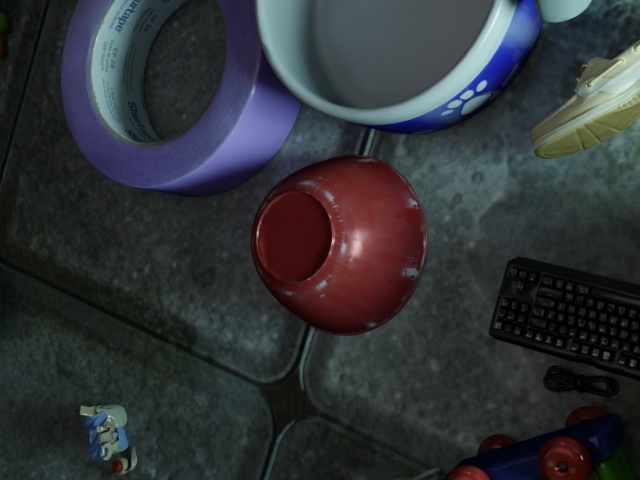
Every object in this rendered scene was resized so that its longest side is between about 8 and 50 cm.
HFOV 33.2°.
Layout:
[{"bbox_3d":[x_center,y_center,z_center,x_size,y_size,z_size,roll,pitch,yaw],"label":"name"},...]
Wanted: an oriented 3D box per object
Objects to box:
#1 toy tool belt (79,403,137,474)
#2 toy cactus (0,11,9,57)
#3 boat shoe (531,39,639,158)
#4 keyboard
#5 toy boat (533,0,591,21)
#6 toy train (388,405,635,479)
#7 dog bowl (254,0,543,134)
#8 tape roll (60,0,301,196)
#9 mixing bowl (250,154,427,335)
[{"bbox_3d":[-0.242,0.222,1.189,0.052,0.051,0.083,-26,73,28],"label":"toy tool belt"},{"bbox_3d":[-0.471,-0.312,1.366,0.180,0.112,0.219,15,102,42],"label":"toy cactus"},{"bbox_3d":[0.249,-0.131,0.908,0.170,0.063,0.059,-31,67,16],"label":"boat shoe"},{"bbox_3d":[0.231,0.084,0.920,0.180,0.023,0.108,15,94,33],"label":"keyboard"},{"bbox_3d":[0.242,-0.335,0.871,0.267,0.148,0.318,24,75,29],"label":"toy boat"},{"bbox_3d":[0.157,0.247,0.914,0.248,0.105,0.143,-25,86,28],"label":"toy train"},{"bbox_3d":[0.073,-0.234,1.001,0.264,0.104,0.265,-4,83,32],"label":"dog bowl"},{"bbox_3d":[-0.150,-0.187,1.147,0.274,0.090,0.275,-3,85,32],"label":"tape roll"},{"bbox_3d":[0.000,0.000,1.030,0.181,0.098,0.181,-4,83,33],"label":"mixing bowl"}]
